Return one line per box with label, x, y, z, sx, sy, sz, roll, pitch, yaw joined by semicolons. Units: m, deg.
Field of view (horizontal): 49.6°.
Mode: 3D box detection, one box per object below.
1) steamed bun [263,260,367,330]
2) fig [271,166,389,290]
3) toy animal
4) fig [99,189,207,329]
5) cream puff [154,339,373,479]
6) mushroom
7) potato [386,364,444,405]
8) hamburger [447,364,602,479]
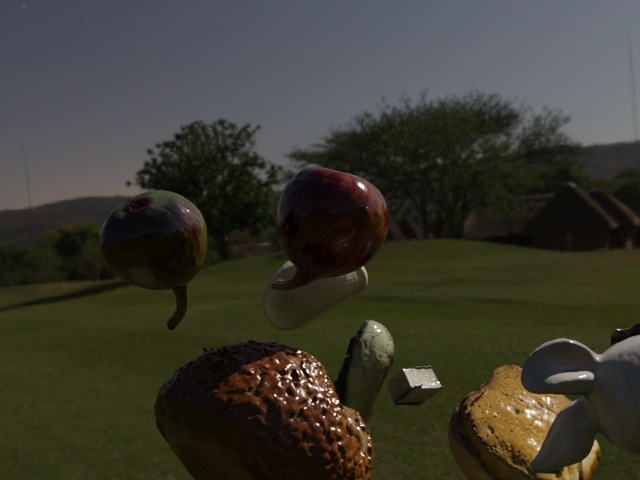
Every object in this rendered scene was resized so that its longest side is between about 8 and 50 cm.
steamed bun;-0.024;0.104;1.606;0.250;0.154;0.200;-32;-2;-3
fig;0.004;-0.002;1.012;0.175;0.207;0.175;23;0;0
toy animal;0.393;0.187;0.760;0.326;0.208;0.154;-6;22;17
fig;-0.226;0.046;1.012;0.149;0.245;0.149;-6;37;5
cream puff;-0.062;0.258;0.929;0.303;0.303;0.212;-6;30;46
mushroom;0.127;0.404;1.986;0.130;0.344;0.248;28;14;24
potato;0.210;0.326;1.554;0.122;0.061;0.086;11;-48;-45
hamburger;0.421;0.416;1.444;0.284;0.174;0.305;42;33;21
